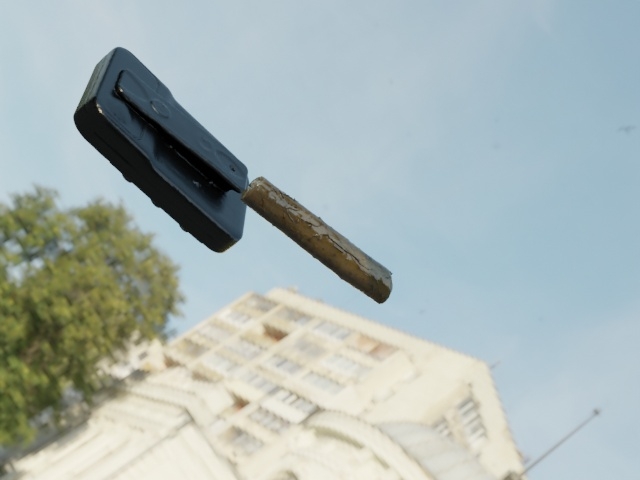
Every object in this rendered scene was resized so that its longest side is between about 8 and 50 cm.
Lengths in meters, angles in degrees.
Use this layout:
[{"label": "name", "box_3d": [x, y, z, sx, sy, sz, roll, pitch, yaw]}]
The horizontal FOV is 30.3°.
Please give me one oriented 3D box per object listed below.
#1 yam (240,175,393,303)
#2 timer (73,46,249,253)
[{"label": "yam", "box_3d": [0.000, 0.000, 0.952, 0.145, 0.032, 0.032, 37, -20, -14]}, {"label": "timer", "box_3d": [-0.136, -0.087, 1.091, 0.187, 0.055, 0.144, 43, 23, -23]}]
